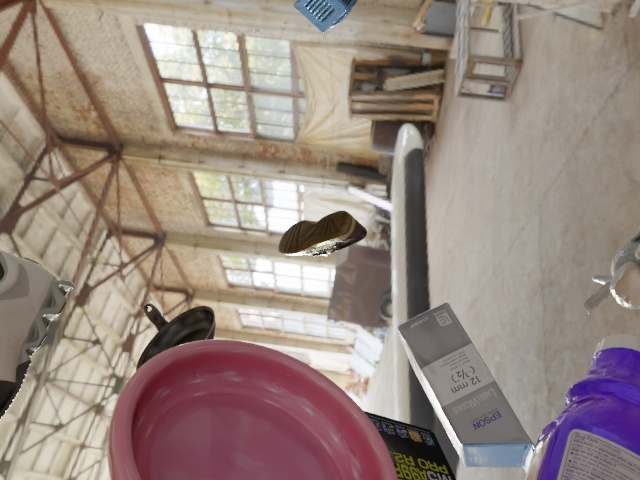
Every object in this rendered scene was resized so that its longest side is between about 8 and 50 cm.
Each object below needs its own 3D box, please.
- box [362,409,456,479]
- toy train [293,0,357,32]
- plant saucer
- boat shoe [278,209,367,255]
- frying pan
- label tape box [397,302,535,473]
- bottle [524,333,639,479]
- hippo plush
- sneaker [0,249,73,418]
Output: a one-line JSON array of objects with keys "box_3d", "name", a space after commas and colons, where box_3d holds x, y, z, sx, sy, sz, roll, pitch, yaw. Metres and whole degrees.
[{"box_3d": [0.094, 0.361, 0.924, 0.060, 0.270, 0.216, -59, 24, 19], "name": "box"}, {"box_3d": [0.021, -0.357, 0.761, 0.080, 0.105, 0.184, -18, 38, 56], "name": "toy train"}, {"box_3d": [-0.074, 0.251, 0.671, 0.332, 0.332, 0.084, -77, 14, -65], "name": "plant saucer"}, {"box_3d": [0.000, 0.000, 0.826, 0.152, 0.049, 0.056, -12, 54, 50], "name": "boat shoe"}, {"box_3d": [-0.331, 0.218, 1.261, 0.053, 0.326, 0.197, 53, -127, -26], "name": "frying pan"}, {"box_3d": [0.277, 0.320, 1.105, 0.249, 0.115, 0.348, 64, -178, -59], "name": "label tape box"}, {"box_3d": [0.239, 0.202, 0.507, 0.283, 0.118, 0.092, -53, -12, -38], "name": "bottle"}, {"box_3d": [0.629, 0.078, 1.019, 0.234, 0.236, 0.294, -43, -22, -48], "name": "hippo plush"}, {"box_3d": [-0.476, 0.151, 0.823, 0.146, 0.122, 0.330, 41, -147, -29], "name": "sneaker"}]
